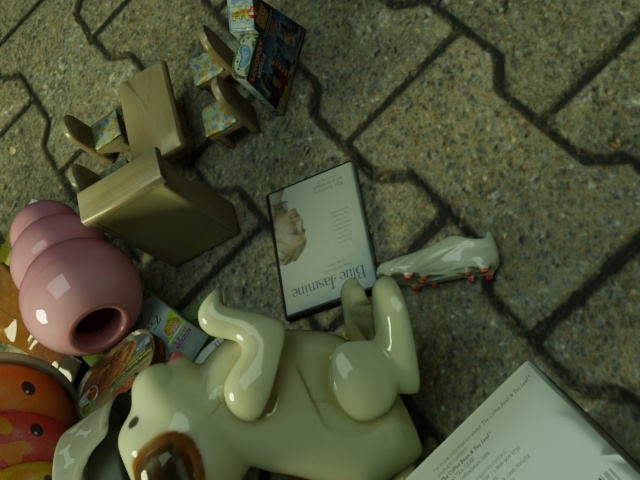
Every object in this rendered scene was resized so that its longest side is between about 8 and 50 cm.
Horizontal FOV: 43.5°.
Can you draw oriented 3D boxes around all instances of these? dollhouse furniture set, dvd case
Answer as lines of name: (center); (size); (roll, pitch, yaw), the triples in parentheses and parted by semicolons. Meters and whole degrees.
dollhouse furniture set: (-0.325, -0.185, 1.512); (0.362, 0.256, 0.394); (-27, 60, 16)
dvd case: (0.000, 0.000, 1.405); (0.180, 0.022, 0.253); (-21, 63, 20)

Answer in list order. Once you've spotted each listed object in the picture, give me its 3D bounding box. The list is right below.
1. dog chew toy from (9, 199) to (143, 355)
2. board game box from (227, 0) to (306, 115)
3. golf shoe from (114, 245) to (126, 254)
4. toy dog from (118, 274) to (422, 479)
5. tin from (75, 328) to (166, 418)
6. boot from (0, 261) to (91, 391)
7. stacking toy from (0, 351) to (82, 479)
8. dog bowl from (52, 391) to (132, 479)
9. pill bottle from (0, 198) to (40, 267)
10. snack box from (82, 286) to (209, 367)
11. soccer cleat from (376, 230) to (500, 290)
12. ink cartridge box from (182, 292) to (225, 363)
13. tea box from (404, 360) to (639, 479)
dog chew toy: (-0.450, 0.047, 1.417); (0.206, 0.206, 0.332); (-46, 53, 5)
board game box: (-0.115, -0.363, 1.506); (0.060, 0.194, 0.194); (4, 72, 29)
golf shoe: (-0.472, 0.050, 1.619); (0.198, 0.077, 0.094); (10, 101, 26)
toy dog: (-0.083, 0.246, 1.153); (0.407, 0.284, 0.396); (-12, 98, -11)
tin: (-0.333, 0.229, 1.342); (0.189, 0.040, 0.106); (-40, 39, 14)
boot: (-0.519, 0.118, 1.571); (0.280, 0.096, 0.264); (28, 98, 20)
stacking toy: (-0.465, 0.420, 1.246); (0.479, 0.350, 0.351); (30, 86, 46)
dog bowl: (-0.285, 0.411, 1.210); (0.102, 0.349, 0.349); (-22, 60, -1)
pill bottle: (-0.609, 0.011, 1.679); (0.103, 0.103, 0.184); (17, 79, 32)
snack box: (-0.316, 0.190, 1.435); (0.207, 0.070, 0.175); (25, 79, 48)
soccer cleat: (0.185, 0.032, 1.271); (0.196, 0.068, 0.076); (-7, 62, 18)
ink cartridge box: (-0.223, 0.224, 1.418); (0.171, 0.056, 0.235); (-40, 59, 10)
tea box: (0.241, 0.361, 0.951); (0.329, 0.323, 0.220); (-46, 56, 6)
